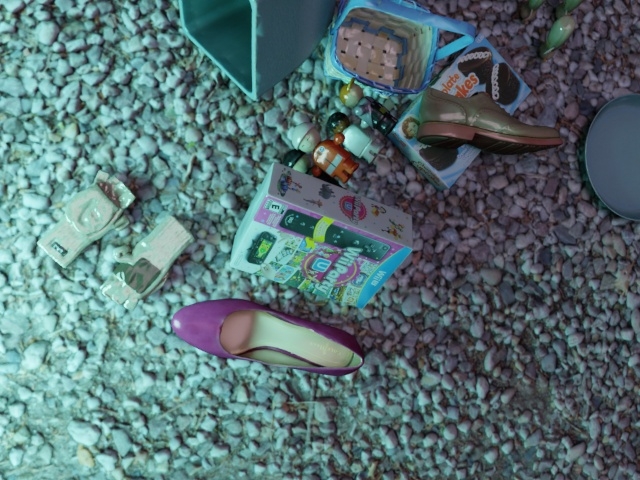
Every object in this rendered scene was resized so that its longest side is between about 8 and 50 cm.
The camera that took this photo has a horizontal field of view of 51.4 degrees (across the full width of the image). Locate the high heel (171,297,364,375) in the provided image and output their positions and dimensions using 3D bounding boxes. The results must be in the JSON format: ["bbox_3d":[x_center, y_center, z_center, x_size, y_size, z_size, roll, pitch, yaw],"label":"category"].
[{"bbox_3d":[-0.100,0.189,1.315,0.377,0.181,0.127,9,86,-17],"label":"high heel"}]

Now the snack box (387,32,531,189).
[{"bbox_3d":[0.317,-0.293,1.520,0.187,0.060,0.322,44,77,-12],"label":"snack box"}]

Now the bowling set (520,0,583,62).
[{"bbox_3d":[0.536,-0.598,1.573,0.199,0.154,0.287,30,81,5],"label":"bowling set"}]

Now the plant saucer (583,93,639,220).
[{"bbox_3d":[0.785,-0.207,1.670,0.317,0.043,0.318,0,89,-18],"label":"plant saucer"}]

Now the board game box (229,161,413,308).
[{"bbox_3d":[0.000,0.000,1.330,0.303,0.224,0.098,19,46,-15],"label":"board game box"}]

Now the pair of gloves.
[{"bbox_3d":[-0.395,0.002,1.306,0.240,0.042,0.204,37,82,-11],"label":"pair of gloves"}]

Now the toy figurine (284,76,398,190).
[{"bbox_3d":[0.036,-0.201,1.359,0.148,0.213,0.209,39,74,4],"label":"toy figurine"}]

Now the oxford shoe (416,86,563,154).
[{"bbox_3d":[0.377,-0.262,1.446,0.348,0.123,0.130,5,84,-20],"label":"oxford shoe"}]

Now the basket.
[{"bbox_3d":[0.142,-0.405,1.350,0.254,0.289,0.201,11,81,-16],"label":"basket"}]

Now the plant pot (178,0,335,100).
[{"bbox_3d":[-0.103,-0.478,1.276,0.252,0.247,0.248,-36,68,-23],"label":"plant pot"}]
